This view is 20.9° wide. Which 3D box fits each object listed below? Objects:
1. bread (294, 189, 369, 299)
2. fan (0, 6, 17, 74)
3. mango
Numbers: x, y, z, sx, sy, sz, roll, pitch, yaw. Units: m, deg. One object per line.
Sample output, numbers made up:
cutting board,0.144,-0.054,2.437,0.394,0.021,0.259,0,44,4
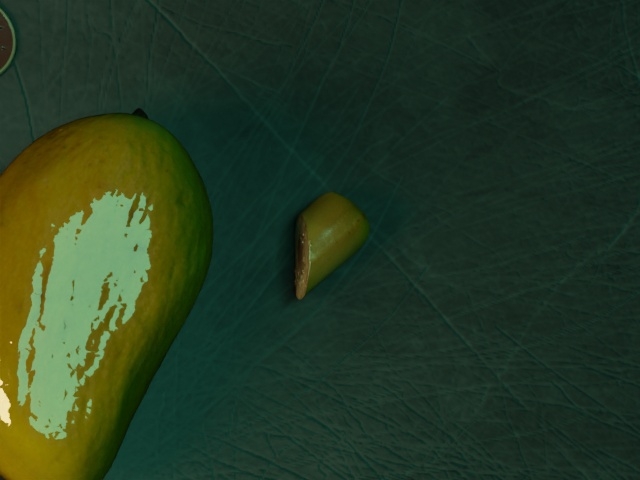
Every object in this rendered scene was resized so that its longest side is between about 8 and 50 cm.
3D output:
bread,-0.001,0.000,1.598,0.103,0.049,0.062,-40,95,-31
fan,-0.329,-0.188,1.516,0.133,0.005,0.085,25,67,-19
mango,-0.207,0.040,1.435,0.195,0.142,0.331,30,67,-11
